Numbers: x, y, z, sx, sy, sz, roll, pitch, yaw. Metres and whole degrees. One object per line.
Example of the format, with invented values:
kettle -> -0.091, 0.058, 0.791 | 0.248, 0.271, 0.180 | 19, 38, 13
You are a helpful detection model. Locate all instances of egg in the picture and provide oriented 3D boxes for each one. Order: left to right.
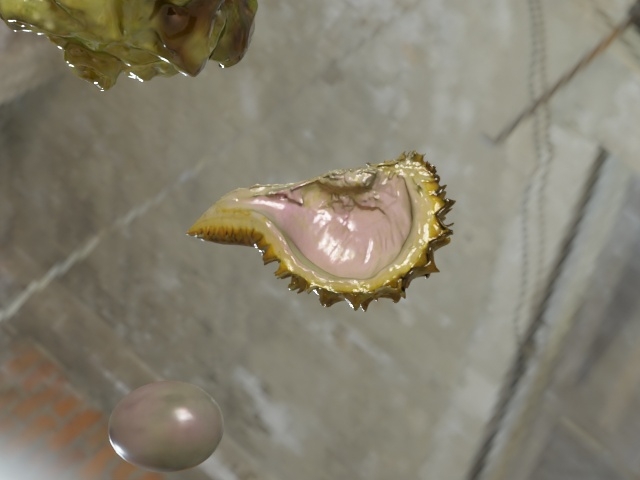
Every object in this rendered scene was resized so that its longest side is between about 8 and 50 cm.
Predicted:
egg -> -0.172, 0.208, 1.941 | 0.103, 0.135, 0.103 | -6, -90, -65

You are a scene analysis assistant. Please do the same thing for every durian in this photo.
durian -> 0.002, -0.002, 1.461 | 0.078, 0.224, 0.140 | 68, -156, -70

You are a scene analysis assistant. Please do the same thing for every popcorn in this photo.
popcorn -> -0.208, -0.305, 1.823 | 0.312, 0.312, 0.312 | -43, -22, -22
